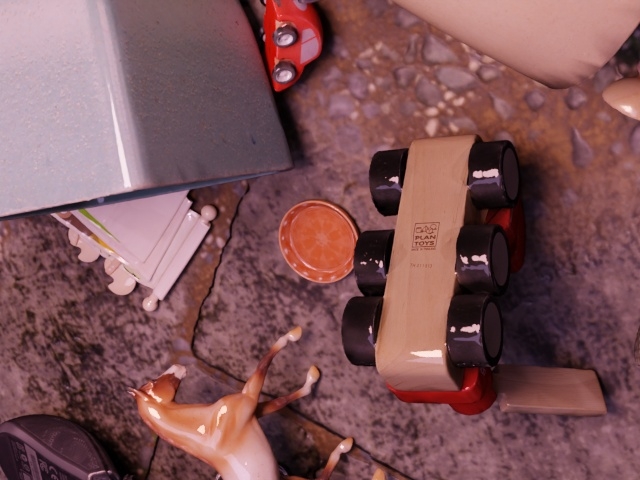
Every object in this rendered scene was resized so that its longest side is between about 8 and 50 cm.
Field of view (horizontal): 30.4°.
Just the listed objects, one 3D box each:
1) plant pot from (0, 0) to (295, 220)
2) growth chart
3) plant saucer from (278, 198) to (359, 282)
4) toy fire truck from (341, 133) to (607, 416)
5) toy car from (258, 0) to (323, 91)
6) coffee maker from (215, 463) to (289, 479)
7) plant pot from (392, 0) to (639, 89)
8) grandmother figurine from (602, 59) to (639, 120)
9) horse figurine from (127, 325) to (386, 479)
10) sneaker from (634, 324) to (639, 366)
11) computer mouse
[{"bbox_3d":[-0.204,-0.157,1.024,0.247,0.248,0.252,-9,92,29],"label":"plant pot"},{"bbox_3d":[-0.217,-0.051,1.210,0.237,0.021,0.172,47,121,2],"label":"growth chart"},{"bbox_3d":[0.000,0.000,1.135,0.083,0.013,0.083,8,113,21],"label":"plant saucer"},{"bbox_3d":[0.147,0.054,1.015,0.158,0.217,0.246,-3,150,25],"label":"toy fire truck"},{"bbox_3d":[-0.014,-0.231,0.964,0.053,0.225,0.239,-10,108,-12],"label":"toy car"},{"bbox_3d":[-0.079,0.337,1.203,0.171,0.178,0.120,49,121,1],"label":"coffee maker"},{"bbox_3d":[0.080,-0.264,0.801,0.274,0.256,0.256,15,118,-13],"label":"plant pot"},{"bbox_3d":[0.347,-0.224,0.848,0.208,0.104,0.342,24,120,5],"label":"grandmother figurine"},{"bbox_3d":[-0.048,0.213,1.156,0.263,0.174,0.066,61,159,-8],"label":"horse figurine"},{"bbox_3d":[0.447,0.077,0.901,0.410,0.158,0.182,-15,120,33],"label":"sneaker"},{"bbox_3d":[-0.251,0.271,1.297,0.272,0.072,0.188,25,131,33],"label":"computer mouse"}]
